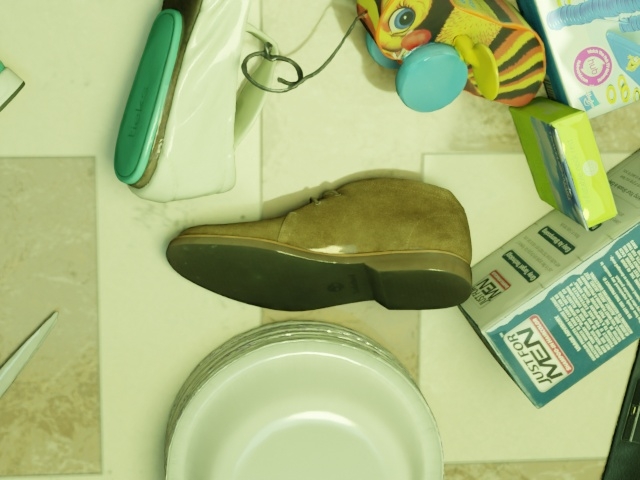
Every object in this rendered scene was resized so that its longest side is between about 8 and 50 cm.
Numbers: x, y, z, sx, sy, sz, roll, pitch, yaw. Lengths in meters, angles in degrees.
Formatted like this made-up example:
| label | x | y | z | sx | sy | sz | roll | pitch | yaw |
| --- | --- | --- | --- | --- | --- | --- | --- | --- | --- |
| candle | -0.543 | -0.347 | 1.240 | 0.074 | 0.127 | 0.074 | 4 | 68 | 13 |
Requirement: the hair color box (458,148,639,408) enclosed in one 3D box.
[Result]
| label | x | y | z | sx | sy | sz | roll | pitch | yaw |
| --- | --- | --- | --- | --- | --- | --- | --- | --- | --- |
| hair color box | 0.307 | 0.006 | 1.498 | 0.347 | 0.174 | 0.105 | -35 | 104 | 2 |

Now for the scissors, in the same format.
| label | x | y | z | sx | sy | sz | roll | pitch | yaw |
| --- | --- | --- | --- | --- | --- | --- | --- | --- | --- |
| scissors | -0.370 | 0.187 | 1.534 | 0.109 | 0.021 | 0.297 | 24 | 99 | -8 |

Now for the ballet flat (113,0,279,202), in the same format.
| label | x | y | z | sx | sy | sz | roll | pitch | yaw |
| --- | --- | --- | --- | --- | --- | --- | --- | --- | --- |
| ballet flat | -0.094 | -0.228 | 1.442 | 0.139 | 0.139 | 0.400 | 13 | 98 | -9 |

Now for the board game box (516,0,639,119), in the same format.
| label | x | y | z | sx | sy | sz | roll | pitch | yaw |
| --- | --- | --- | --- | --- | --- | --- | --- | --- | --- |
| board game box | 0.332 | -0.310 | 1.484 | 0.302 | 0.086 | 0.308 | -21 | 102 | -2 |

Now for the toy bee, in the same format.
| label | x | y | z | sx | sy | sz | roll | pitch | yaw |
| --- | --- | --- | --- | --- | --- | --- | --- | --- | --- |
| toy bee | 0.102 | -0.201 | 1.407 | 0.195 | 0.298 | 0.162 | 43 | 130 | 27 |

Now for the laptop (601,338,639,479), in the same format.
| label | x | y | z | sx | sy | sz | roll | pitch | yaw |
| --- | --- | --- | --- | --- | --- | --- | --- | --- | --- |
| laptop | 0.451 | 0.234 | 1.578 | 0.264 | 0.136 | 0.234 | 12 | 99 | -9 |

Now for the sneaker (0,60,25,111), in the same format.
| label | x | y | z | sx | sy | sz | roll | pitch | yaw |
| --- | --- | --- | --- | --- | --- | --- | --- | --- | --- |
| sneaker | -0.437 | -0.110 | 1.397 | 0.178 | 0.124 | 0.295 | 47 | 70 | -11 |

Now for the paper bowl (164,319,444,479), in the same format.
| label | x | y | z | sx | sy | sz | roll | pitch | yaw |
| --- | --- | --- | --- | --- | --- | --- | --- | --- | --- |
| paper bowl | -0.016 | 0.232 | 1.521 | 0.284 | 0.148 | 0.284 | -1 | 102 | -5 |

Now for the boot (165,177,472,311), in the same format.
| label | x | y | z | sx | sy | sz | roll | pitch | yaw |
| --- | --- | --- | --- | --- | --- | --- | --- | --- | --- |
| boot | 0.000 | 0.000 | 1.516 | 0.305 | 0.112 | 0.115 | 2 | 60 | 4 |

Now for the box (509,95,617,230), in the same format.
| label | x | y | z | sx | sy | sz | roll | pitch | yaw |
| --- | --- | --- | --- | --- | --- | --- | --- | --- | --- |
| box | 0.237 | -0.078 | 1.471 | 0.042 | 0.178 | 0.109 | -21 | 103 | -2 |
